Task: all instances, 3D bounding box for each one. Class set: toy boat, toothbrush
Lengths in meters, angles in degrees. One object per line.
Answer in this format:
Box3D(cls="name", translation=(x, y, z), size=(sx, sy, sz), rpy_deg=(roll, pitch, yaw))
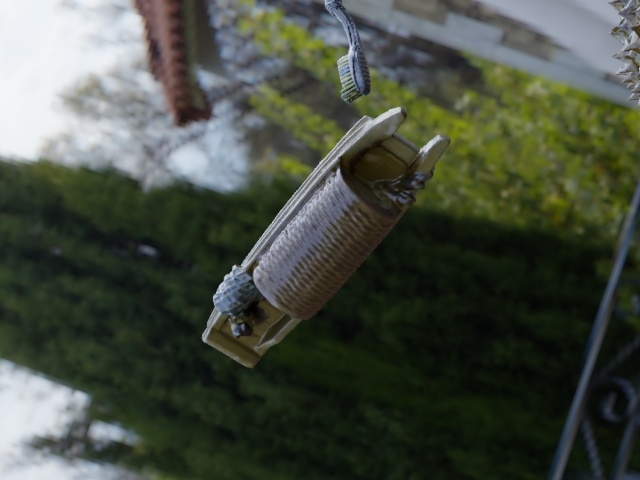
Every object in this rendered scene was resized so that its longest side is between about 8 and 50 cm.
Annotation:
Box3D(cls="toy boat", translation=(0.000, 0.000, 1.565), size=(0.310, 0.089, 0.115), rpy_deg=(-48, 18, 17))
Box3D(cls="toothbrush", translation=(0.014, -0.346, 2.224), size=(0.035, 0.042, 0.413), rpy_deg=(39, -148, -48))

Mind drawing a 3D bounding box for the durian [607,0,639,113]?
Box3D(cls="durian", translation=(0.463, -0.247, 1.640), size=(0.384, 0.347, 0.347), rpy_deg=(-34, 13, 22))
